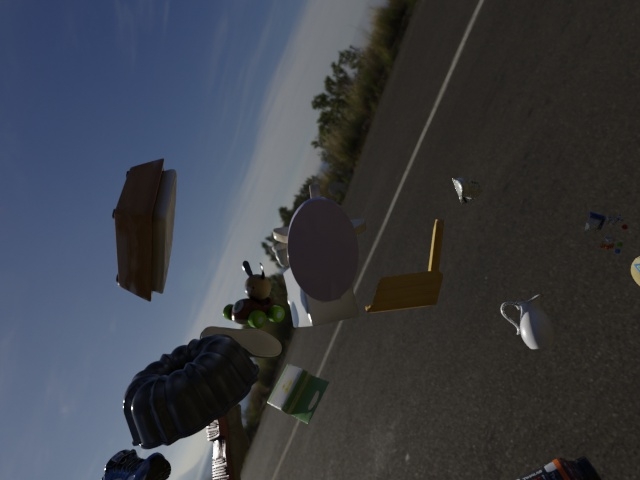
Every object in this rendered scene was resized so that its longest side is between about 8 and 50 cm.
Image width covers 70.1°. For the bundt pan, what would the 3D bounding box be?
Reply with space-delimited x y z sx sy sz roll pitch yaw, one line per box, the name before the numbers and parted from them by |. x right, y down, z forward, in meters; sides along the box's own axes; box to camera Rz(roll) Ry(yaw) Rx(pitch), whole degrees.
bundt pan | -0.320 0.334 1.095 0.331 0.331 0.124 -90 -23 -80

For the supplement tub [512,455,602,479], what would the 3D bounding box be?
supplement tub | 0.514 0.552 1.006 0.198 0.106 0.106 -33 11 9

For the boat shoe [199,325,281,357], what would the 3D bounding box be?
boat shoe | -0.331 0.424 1.896 0.095 0.336 0.112 123 157 -57

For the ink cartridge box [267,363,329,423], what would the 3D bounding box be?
ink cartridge box | -0.088 0.571 1.720 0.235 0.056 0.171 -5 50 57

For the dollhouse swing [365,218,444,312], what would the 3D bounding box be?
dollhouse swing | 0.321 0.105 1.718 0.347 0.316 0.304 33 -131 -76

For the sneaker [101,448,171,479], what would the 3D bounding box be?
sneaker | -0.541 0.661 1.280 0.330 0.147 0.130 -42 -15 31

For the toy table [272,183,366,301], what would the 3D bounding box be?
toy table | 0.000 0.000 1.188 0.160 0.253 0.274 -97 12 -66

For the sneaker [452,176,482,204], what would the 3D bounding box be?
sneaker | 0.579 -0.207 1.785 0.235 0.095 0.090 12 -119 -68

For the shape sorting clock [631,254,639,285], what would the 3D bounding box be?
shape sorting clock | 0.996 0.100 1.283 0.040 0.206 0.206 -47 -5 -22

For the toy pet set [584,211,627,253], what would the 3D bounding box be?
toy pet set | 0.875 -0.039 1.393 0.065 0.114 0.122 -46 -40 -24

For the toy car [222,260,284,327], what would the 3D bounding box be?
toy car | -0.209 0.159 1.419 0.149 0.155 0.188 -8 -81 -47

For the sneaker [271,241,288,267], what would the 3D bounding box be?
sneaker | -0.079 0.054 1.959 0.099 0.263 0.120 -36 69 57

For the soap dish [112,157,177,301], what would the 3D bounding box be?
soap dish | -0.433 -0.027 1.137 0.228 0.118 0.290 -100 21 -47

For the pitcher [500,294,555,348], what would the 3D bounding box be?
pitcher | 0.851 0.339 1.873 0.125 0.178 0.206 15 -119 -65

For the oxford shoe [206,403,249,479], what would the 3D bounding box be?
oxford shoe | -0.279 0.707 1.492 0.123 0.130 0.347 -29 65 44

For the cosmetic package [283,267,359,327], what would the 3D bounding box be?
cosmetic package | -0.012 0.175 1.532 0.385 0.156 0.217 140 120 -76
